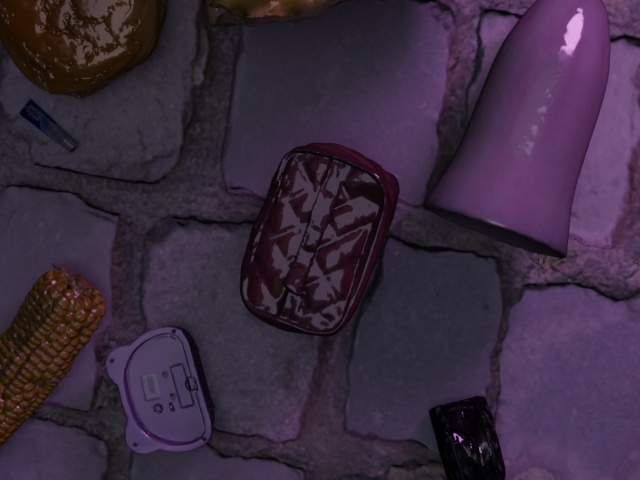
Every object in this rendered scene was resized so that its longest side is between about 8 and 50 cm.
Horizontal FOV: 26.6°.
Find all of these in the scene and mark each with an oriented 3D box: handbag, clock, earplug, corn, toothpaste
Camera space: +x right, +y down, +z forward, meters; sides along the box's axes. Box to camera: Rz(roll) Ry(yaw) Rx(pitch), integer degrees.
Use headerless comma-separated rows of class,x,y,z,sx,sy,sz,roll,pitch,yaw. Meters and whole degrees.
handbag,0.000,0.000,1.574,0.146,0.135,0.225,22,96,7
handbag,0.181,0.247,1.572,0.072,0.139,0.115,-14,91,-3
clock,-0.192,0.182,1.639,0.110,0.050,0.153,-15,92,5
earplug,0.250,-0.148,1.543,0.172,0.172,0.301,21,88,3
corn,-0.368,0.161,1.627,0.101,0.101,0.292,39,94,1
toothpaste,-0.330,-0.139,1.650,0.083,0.015,0.024,39,96,7

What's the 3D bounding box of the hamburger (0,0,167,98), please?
hamburger,-0.283,-0.278,1.596,0.213,0.108,0.214,1,97,8

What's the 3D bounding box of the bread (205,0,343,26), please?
bread,0.016,-0.437,1.497,0.361,0.250,0.394,-14,88,2
